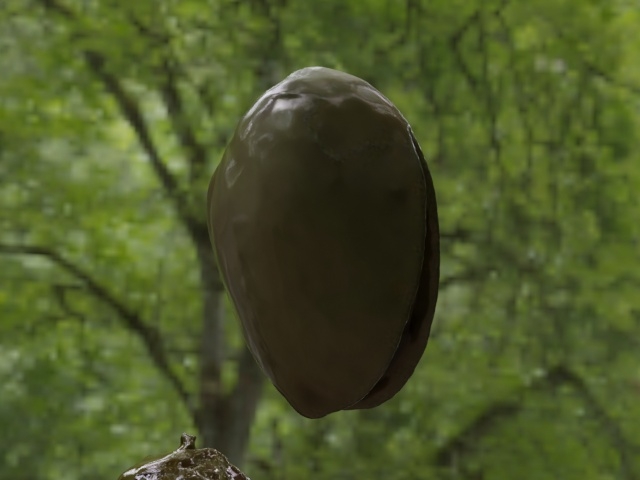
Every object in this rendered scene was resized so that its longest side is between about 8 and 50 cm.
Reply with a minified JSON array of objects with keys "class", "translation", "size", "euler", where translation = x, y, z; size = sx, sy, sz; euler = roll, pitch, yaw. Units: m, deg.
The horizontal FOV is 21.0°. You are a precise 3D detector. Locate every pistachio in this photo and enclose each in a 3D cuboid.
[{"class":"pistachio","translation":[0.000,0.000,1.096],"size":[0.152,0.223,0.126],"euler":[-3,0,26]}]

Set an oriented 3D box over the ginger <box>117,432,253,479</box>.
[{"class":"ginger","translation":[-0.080,0.353,1.344],"size":[0.274,0.357,0.152],"euler":[21,1,11]}]
